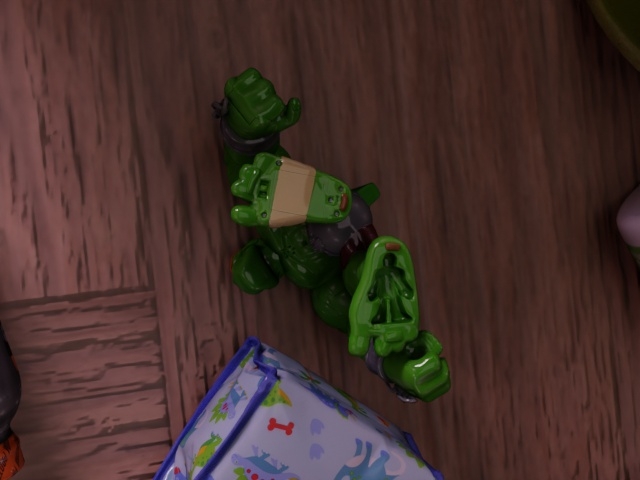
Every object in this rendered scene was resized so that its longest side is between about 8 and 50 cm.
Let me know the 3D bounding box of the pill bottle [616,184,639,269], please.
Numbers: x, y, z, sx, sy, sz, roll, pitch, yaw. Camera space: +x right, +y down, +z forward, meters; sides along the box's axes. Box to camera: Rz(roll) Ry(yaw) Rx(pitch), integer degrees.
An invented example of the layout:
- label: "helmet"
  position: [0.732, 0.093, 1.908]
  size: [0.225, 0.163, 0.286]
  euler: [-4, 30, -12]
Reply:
- label: "pill bottle"
  position: [0.306, 0.057, 0.721]
  size: [0.136, 0.136, 0.245]
  euler: [-34, 99, -14]

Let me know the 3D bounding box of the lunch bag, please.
- label: "lunch bag"
  position: [-0.027, 0.155, 0.648]
  size: [0.129, 0.096, 0.151]
  euler: [35, 94, -16]

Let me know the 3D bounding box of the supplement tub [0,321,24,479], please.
- label: "supplement tub"
  position: [-0.226, 0.043, 0.572]
  size: [0.117, 0.117, 0.190]
  euler: [-19, 96, -16]

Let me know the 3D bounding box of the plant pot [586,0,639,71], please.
- label: "plant pot"
  position: [0.397, -0.249, 0.668]
  size: [0.353, 0.366, 0.366]
  euler: [0, 89, -29]

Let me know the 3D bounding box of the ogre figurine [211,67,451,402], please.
- label: "ogre figurine"
  position: [0.000, 0.000, 0.640]
  size: [0.197, 0.118, 0.096]
  euler: [37, 84, -12]
